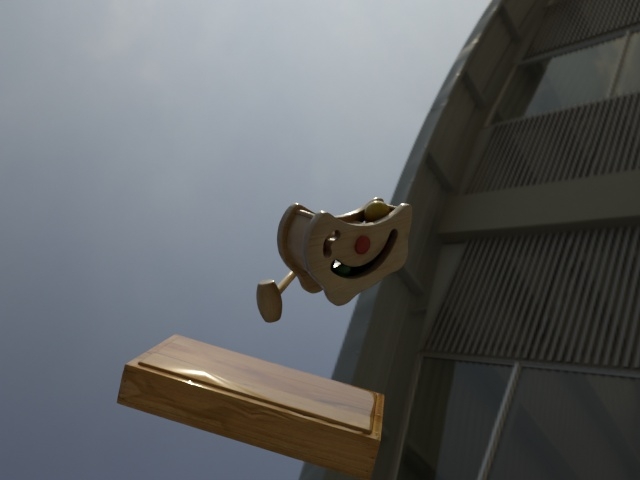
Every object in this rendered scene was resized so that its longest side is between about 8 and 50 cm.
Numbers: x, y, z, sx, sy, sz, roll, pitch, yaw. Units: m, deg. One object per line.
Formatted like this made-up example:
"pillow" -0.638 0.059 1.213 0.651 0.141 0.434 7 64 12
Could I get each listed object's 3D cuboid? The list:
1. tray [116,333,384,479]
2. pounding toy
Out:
"tray" -0.101 0.266 0.966 0.203 0.411 0.076 -30 -45 -81
"pounding toy" 0.000 0.000 0.884 0.269 0.155 0.154 -29 -60 -31
